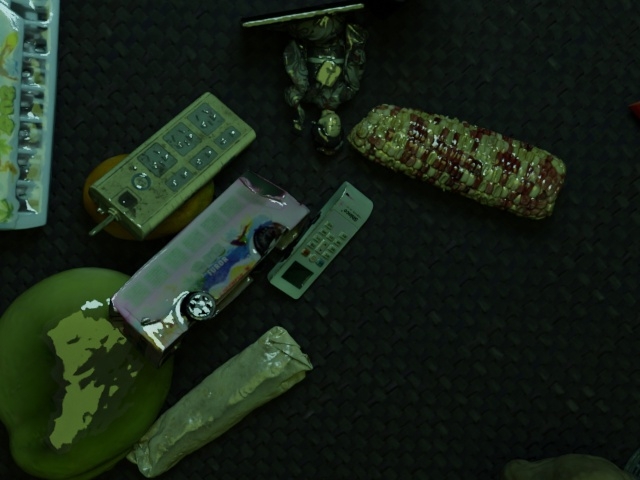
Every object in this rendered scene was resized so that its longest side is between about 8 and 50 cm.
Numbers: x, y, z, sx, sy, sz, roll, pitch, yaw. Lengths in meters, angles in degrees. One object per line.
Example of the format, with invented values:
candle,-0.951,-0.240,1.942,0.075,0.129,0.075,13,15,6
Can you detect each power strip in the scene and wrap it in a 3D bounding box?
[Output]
power strip,-0.193,-0.086,1.382,0.092,0.034,0.268,42,59,5

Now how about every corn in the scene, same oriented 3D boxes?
corn,0.178,-0.107,1.440,0.290,0.098,0.098,19,94,-1

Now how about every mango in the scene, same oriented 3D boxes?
mango,-0.225,-0.053,1.432,0.165,0.089,0.115,13,85,-7

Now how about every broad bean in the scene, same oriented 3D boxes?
broad bean,-0.316,0.175,1.431,0.238,0.119,0.291,21,93,-4

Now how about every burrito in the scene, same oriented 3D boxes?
burrito,-0.137,0.222,1.475,0.275,0.059,0.082,-38,89,1

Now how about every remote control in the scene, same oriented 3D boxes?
remote control,0.000,0.000,1.466,0.166,0.029,0.065,-50,133,5

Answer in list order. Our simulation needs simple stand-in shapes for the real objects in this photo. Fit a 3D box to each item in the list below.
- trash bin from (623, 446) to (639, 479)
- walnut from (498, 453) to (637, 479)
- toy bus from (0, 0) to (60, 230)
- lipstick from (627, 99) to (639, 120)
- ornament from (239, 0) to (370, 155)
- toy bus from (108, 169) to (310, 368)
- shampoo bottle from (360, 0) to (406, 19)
trash bin,0.503,0.355,1.464,0.176,0.161,0.175,0,94,-3
walnut,0.314,0.388,1.413,0.248,0.248,0.248,0,96,-2
toy bus,-0.404,-0.177,1.403,0.136,0.109,0.329,3,96,-12
lipstick,0.512,-0.091,1.469,0.068,0.061,0.274,-44,96,4
ornament,-0.004,-0.199,1.406,0.166,0.153,0.196,-10,105,-1
toy bus,-0.138,0.032,1.392,0.112,0.090,0.274,42,65,6
shampoo bottle,0.099,-0.325,1.304,0.098,0.309,0.071,-41,95,3
